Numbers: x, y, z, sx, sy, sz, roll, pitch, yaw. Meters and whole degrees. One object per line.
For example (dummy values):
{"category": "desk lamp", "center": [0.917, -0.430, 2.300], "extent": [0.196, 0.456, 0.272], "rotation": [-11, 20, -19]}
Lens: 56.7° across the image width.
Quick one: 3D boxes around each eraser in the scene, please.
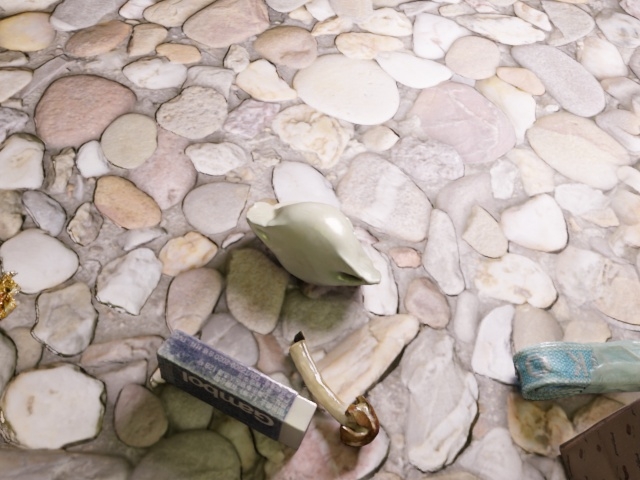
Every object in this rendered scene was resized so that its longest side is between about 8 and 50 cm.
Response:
{"category": "eraser", "center": [-0.111, 0.196, 0.776], "extent": [0.212, 0.092, 0.046], "rotation": [26, 56, 8]}

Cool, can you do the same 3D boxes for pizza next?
{"category": "pizza", "center": [-0.452, 0.078, 0.852], "extent": [0.037, 0.016, 0.083], "rotation": [5, 55, -12]}

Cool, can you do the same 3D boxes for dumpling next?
{"category": "dumpling", "center": [0.000, 0.000, 0.916], "extent": [0.229, 0.124, 0.151], "rotation": [35, 23, 9]}

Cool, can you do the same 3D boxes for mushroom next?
{"category": "mushroom", "center": [0.011, 0.199, 0.812], "extent": [0.060, 0.061, 0.187], "rotation": [-32, 62, -19]}

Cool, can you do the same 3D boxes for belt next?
{"category": "belt", "center": [0.427, 0.183, 0.856], "extent": [0.302, 0.087, 0.072], "rotation": [-2, 54, -9]}

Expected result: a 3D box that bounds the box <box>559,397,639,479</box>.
{"category": "box", "center": [0.488, 0.297, 0.708], "extent": [0.297, 0.225, 0.190], "rotation": [-3, 55, -10]}
